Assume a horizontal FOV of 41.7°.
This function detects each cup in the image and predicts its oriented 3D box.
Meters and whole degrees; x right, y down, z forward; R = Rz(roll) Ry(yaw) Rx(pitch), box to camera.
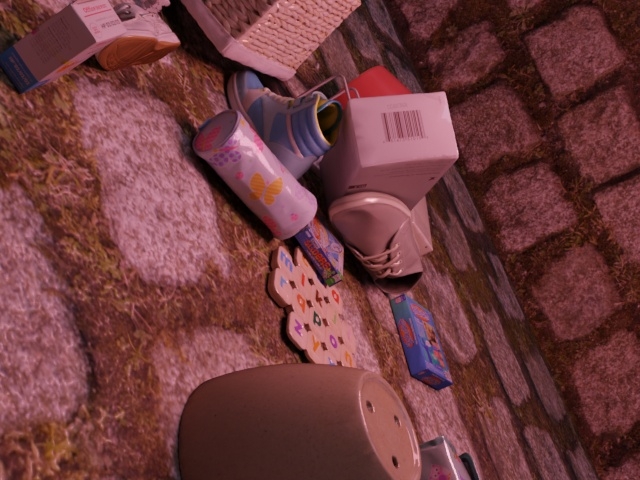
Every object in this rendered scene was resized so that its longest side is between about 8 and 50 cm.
[{"bbox_3d":[0.000,0.305,1.179,0.331,0.237,0.331,50,24,-32],"label":"cup"}]

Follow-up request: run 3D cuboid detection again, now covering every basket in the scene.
[{"bbox_3d":[-0.138,-0.562,1.791,0.328,0.266,0.331,53,19,13],"label":"basket"}]

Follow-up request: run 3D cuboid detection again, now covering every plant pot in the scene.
[{"bbox_3d":[0.168,-0.338,2.366,0.243,0.275,0.275,54,20,5],"label":"plant pot"}]

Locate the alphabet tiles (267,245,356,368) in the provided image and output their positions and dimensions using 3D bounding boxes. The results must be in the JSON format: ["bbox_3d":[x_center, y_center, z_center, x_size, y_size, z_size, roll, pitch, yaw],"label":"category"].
[{"bbox_3d":[-0.012,0.146,1.648,0.284,0.021,0.278,51,24,-28],"label":"alphabet tiles"}]

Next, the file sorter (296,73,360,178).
[{"bbox_3d":[0.066,-0.253,2.105,0.277,0.173,0.193,39,31,-46],"label":"file sorter"}]

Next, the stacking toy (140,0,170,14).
[{"bbox_3d":[-0.383,-0.522,1.556,0.221,0.052,0.167,4,59,-64],"label":"stacking toy"}]

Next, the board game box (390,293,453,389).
[{"bbox_3d":[0.252,0.254,2.099,0.160,0.047,0.210,35,34,-50],"label":"board game box"}]

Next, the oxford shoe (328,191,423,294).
[{"bbox_3d":[0.143,0.013,1.937,0.449,0.169,0.130,49,33,-60],"label":"oxford shoe"}]

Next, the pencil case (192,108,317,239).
[{"bbox_3d":[-0.120,-0.123,1.592,0.273,0.113,0.124,47,6,-36],"label":"pencil case"}]

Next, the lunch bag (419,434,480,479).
[{"bbox_3d":[0.242,0.517,1.609,0.262,0.160,0.223,51,18,-58],"label":"lunch bag"}]

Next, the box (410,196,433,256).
[{"bbox_3d":[0.226,-0.066,2.245,0.113,0.094,0.275,53,21,-26],"label":"box"}]

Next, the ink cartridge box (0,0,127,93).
[{"bbox_3d":[-0.342,-0.281,1.161,0.061,0.181,0.104,58,22,-13],"label":"ink cartridge box"}]

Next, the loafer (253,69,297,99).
[{"bbox_3d":[-0.103,-0.395,2.000,0.096,0.084,0.267,22,45,-60],"label":"loafer"}]

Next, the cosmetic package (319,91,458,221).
[{"bbox_3d":[0.135,-0.173,1.840,0.385,0.217,0.156,113,-31,-72],"label":"cosmetic package"}]

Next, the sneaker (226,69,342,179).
[{"bbox_3d":[-0.065,-0.273,1.755,0.127,0.208,0.319,25,35,-55],"label":"sneaker"}]

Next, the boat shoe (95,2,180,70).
[{"bbox_3d":[-0.326,-0.351,1.419,0.096,0.098,0.277,60,12,-7],"label":"boat shoe"}]

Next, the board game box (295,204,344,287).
[{"bbox_3d":[0.000,0.000,1.796,0.136,0.035,0.201,56,14,-18],"label":"board game box"}]
